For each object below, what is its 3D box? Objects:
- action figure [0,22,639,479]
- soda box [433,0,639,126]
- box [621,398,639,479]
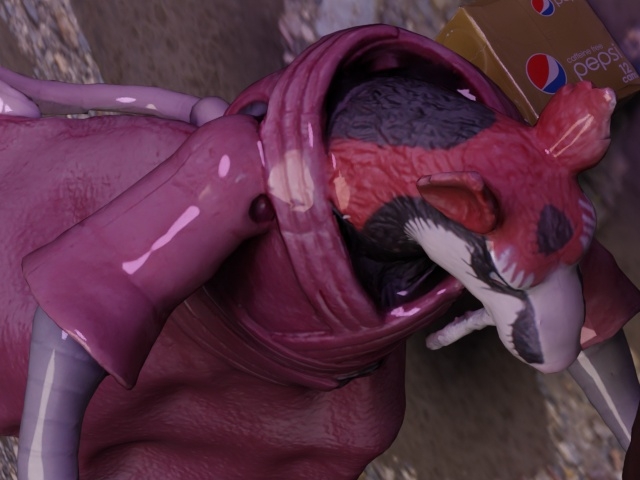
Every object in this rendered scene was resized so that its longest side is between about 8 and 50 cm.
[{"bbox_3d":[0.000,0.000,0.567,0.370,0.248,0.275,144,125,-59],"label":"action figure"},{"bbox_3d":[0.055,-0.037,0.641,0.061,0.058,0.181,58,147,10],"label":"soda box"},{"bbox_3d":[0.181,-0.007,0.285,0.381,0.191,0.143,91,-178,-45],"label":"box"}]
